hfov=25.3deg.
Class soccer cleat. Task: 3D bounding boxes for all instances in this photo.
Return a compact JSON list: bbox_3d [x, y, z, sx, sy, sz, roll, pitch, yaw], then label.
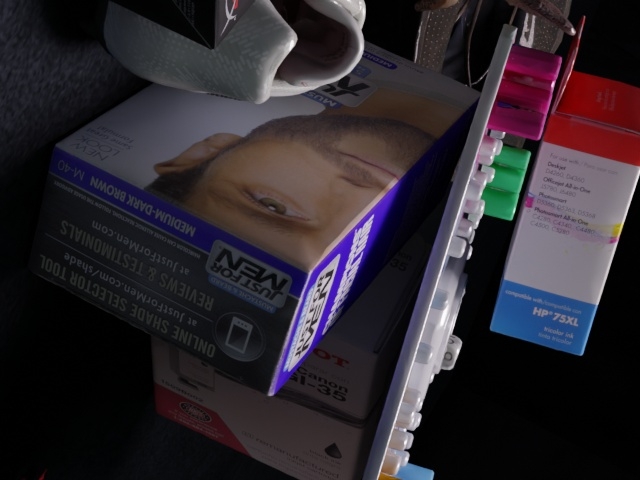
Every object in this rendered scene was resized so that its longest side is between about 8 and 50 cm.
[{"bbox_3d":[-0.024,-0.147,0.920,0.331,0.143,0.116,-39,153,-63],"label":"soccer cleat"}]

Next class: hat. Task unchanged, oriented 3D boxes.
[{"bbox_3d":[0.127,-0.215,1.425,0.331,0.134,0.331,-35,134,-46],"label":"hat"}]

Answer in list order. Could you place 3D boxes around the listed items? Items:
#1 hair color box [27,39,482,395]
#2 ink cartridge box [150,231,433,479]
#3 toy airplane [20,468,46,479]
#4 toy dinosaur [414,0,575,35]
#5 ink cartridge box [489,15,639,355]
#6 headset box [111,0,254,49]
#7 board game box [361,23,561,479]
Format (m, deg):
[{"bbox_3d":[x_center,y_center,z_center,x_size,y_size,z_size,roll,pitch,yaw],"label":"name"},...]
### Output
[{"bbox_3d":[-0.030,-0.048,1.007,0.339,0.185,0.110,-47,159,-54],"label":"hair color box"},{"bbox_3d":[-0.033,0.079,1.206,0.117,0.207,0.283,-60,167,-31],"label":"ink cartridge box"},{"bbox_3d":[-0.242,0.219,1.058,0.151,0.028,0.151,-57,166,-22],"label":"toy airplane"},{"bbox_3d":[0.079,-0.272,0.951,0.200,0.127,0.295,44,30,-74],"label":"toy dinosaur"},{"bbox_3d":[0.202,-0.045,1.109,0.134,0.078,0.231,-59,164,-66],"label":"ink cartridge box"},{"bbox_3d":[-0.020,-0.279,0.734,0.293,0.110,0.218,-55,166,-32],"label":"headset box"},{"bbox_3d":[0.104,0.066,1.132,0.390,0.050,0.390,58,50,-81],"label":"board game box"}]
